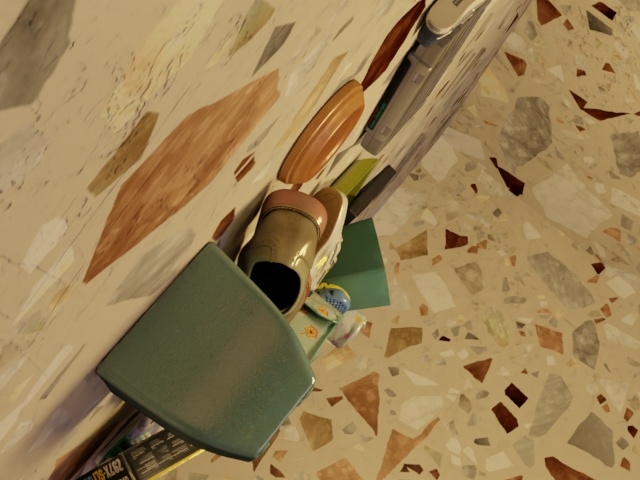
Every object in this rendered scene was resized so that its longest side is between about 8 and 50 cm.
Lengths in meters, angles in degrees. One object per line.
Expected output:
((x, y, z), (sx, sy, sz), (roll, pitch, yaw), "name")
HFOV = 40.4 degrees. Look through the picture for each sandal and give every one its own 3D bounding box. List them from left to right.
((-0.070, 0.212, 2.077), (0.317, 0.126, 0.138), (-27, -138, 8), "sandal")

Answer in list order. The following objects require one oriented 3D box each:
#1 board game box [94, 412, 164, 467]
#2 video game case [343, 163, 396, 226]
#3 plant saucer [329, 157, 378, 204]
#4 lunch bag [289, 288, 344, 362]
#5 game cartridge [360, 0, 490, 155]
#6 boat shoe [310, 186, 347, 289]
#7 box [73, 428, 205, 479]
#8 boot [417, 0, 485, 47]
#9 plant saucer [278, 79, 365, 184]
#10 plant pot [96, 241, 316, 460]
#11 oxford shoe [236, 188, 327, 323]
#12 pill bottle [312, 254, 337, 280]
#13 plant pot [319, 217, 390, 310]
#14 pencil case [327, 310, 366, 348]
((-0.337, 0.426, 1.998), (0.390, 0.050, 0.390), (-45, 165, -26), "board game box")
((0.067, -0.069, 2.318), (0.248, 0.035, 0.275), (-41, -175, 39), "video game case")
((0.045, -0.107, 2.083), (0.188, 0.045, 0.188), (-48, 175, -35), "plant saucer")
((-0.089, 0.163, 1.777), (0.262, 0.223, 0.160), (-48, 174, -44), "lunch bag")
((0.208, -0.344, 1.785), (0.230, 0.068, 0.355), (-43, 172, -35), "game cartridge")
((0.000, 0.000, 1.889), (0.096, 0.098, 0.277), (-7, 134, -44), "boat shoe")
((-0.300, 0.407, 1.669), (0.322, 0.079, 0.257), (-21, 171, -48), "box")
((0.245, -0.423, 1.543), (0.190, 0.069, 0.086), (-42, 180, -16), "boot")
((0.009, -0.164, 1.381), (0.200, 0.037, 0.200), (-51, 176, -5), "plant saucer")
((-0.151, 0.200, 1.316), (0.247, 0.252, 0.248), (-49, 174, -18), "plant pot")
((-0.090, 0.077, 1.479), (0.397, 0.140, 0.147), (103, 3, -56), "oxford shoe")
((-0.068, 0.084, 2.017), (0.208, 0.119, 0.119), (-50, 175, -16), "pill bottle")
((0.039, 0.075, 2.166), (0.234, 0.166, 0.166), (-11, 142, 1), "plant pot")
((-0.004, 0.168, 2.359), (0.124, 0.273, 0.113), (-47, -178, 7), "pencil case")
